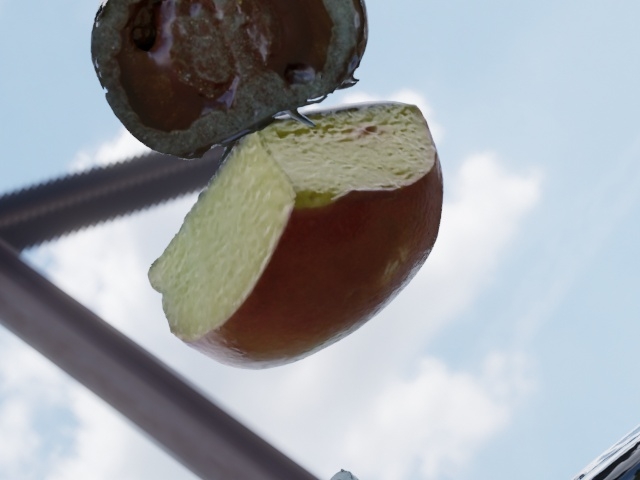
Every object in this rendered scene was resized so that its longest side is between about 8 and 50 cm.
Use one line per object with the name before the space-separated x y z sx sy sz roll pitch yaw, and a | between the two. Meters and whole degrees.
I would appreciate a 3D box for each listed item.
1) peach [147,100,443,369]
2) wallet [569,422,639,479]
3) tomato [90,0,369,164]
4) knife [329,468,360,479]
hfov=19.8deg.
peach | 0.000 0.000 2.279 0.306 0.242 0.380 14 -60 -46
wallet | 0.208 0.230 1.468 0.406 0.062 0.228 -39 -7 -7
tomato | -0.073 -0.178 1.465 0.214 0.155 0.181 -20 -69 4
knife | -0.020 0.306 1.931 0.162 0.044 0.023 -48 -51 -4
